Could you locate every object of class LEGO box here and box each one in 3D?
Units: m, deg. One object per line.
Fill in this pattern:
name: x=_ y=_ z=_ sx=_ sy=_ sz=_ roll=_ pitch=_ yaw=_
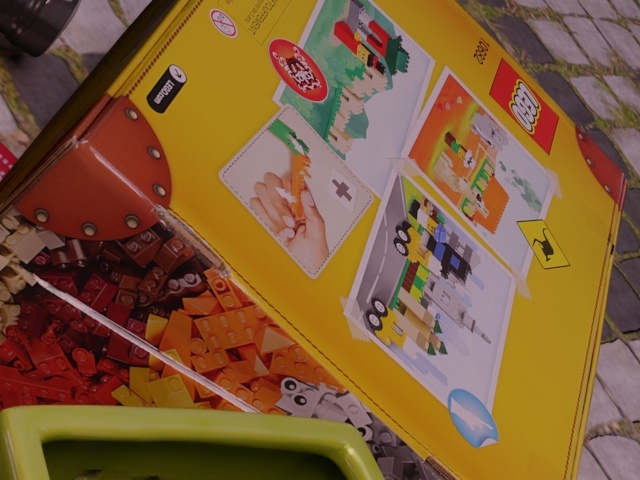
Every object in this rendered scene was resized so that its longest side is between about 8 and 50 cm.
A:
LEGO box: x=0.000 y=0.000 z=1.121 sx=0.372 sy=0.193 sz=0.500 roll=44 pitch=31 yaw=-12

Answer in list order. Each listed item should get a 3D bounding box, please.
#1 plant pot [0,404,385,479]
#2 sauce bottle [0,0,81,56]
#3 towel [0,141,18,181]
plant pot: x=-0.081 y=0.227 z=0.780 sx=0.228 sy=0.207 sz=0.227 roll=10 pitch=46 yaw=-44
sauce bottle: x=-0.322 y=-0.243 z=1.132 sx=0.344 sy=0.111 sz=0.111 roll=34 pitch=33 yaw=-21
towel: x=-0.263 y=-0.011 z=1.008 sx=0.199 sy=0.031 sz=0.275 roll=47 pitch=31 yaw=0
